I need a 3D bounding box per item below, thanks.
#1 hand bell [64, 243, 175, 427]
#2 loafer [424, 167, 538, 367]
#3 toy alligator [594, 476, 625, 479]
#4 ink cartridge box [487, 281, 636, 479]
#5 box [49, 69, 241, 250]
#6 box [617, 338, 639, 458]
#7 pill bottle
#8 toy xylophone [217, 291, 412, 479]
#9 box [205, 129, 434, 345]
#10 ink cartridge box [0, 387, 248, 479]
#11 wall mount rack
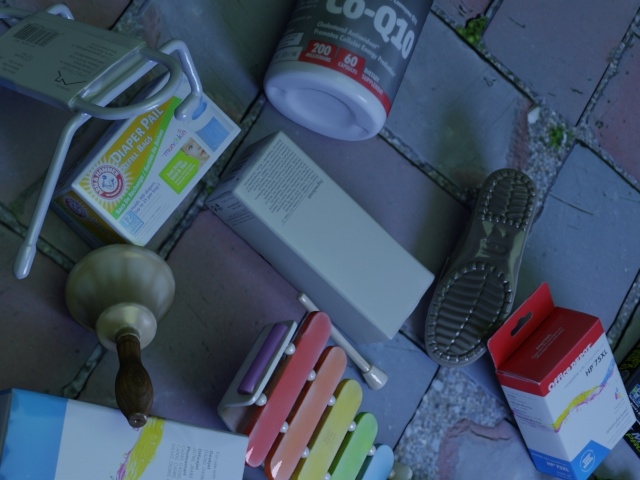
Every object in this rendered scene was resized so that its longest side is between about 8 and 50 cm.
[{"bbox_3d":[-0.205,0.117,1.666,0.126,0.242,0.126,-5,121,-9],"label":"hand bell"},{"bbox_3d":[0.212,0.040,2.024,0.102,0.092,0.268,23,84,6],"label":"loafer"},{"bbox_3d":[0.385,0.338,2.086,0.189,0.056,0.051,20,30,-22],"label":"toy alligator"},{"bbox_3d":[0.311,0.183,2.011,0.134,0.078,0.231,-44,126,-27],"label":"ink cartridge box"},{"bbox_3d":[-0.208,-0.088,1.818,0.114,0.103,0.203,44,64,-15],"label":"box"},{"bbox_3d":[0.530,0.242,2.172,0.216,0.060,0.270,-45,102,-26],"label":"box"},{"bbox_3d":[0.050,-0.283,1.957,0.161,0.161,0.283,29,69,-20],"label":"pill bottle"},{"bbox_3d":[0.001,0.202,1.840,0.323,0.081,0.236,45,58,-41],"label":"toy xylophone"},{"bbox_3d":[0.000,0.000,1.918,0.275,0.094,0.113,45,64,-14],"label":"box"},{"bbox_3d":[-0.247,0.284,1.676,0.270,0.198,0.197,14,74,-24],"label":"ink cartridge box"},{"bbox_3d":[-0.306,-0.128,1.700,0.304,0.350,0.130,-44,136,-29],"label":"wall mount rack"}]
